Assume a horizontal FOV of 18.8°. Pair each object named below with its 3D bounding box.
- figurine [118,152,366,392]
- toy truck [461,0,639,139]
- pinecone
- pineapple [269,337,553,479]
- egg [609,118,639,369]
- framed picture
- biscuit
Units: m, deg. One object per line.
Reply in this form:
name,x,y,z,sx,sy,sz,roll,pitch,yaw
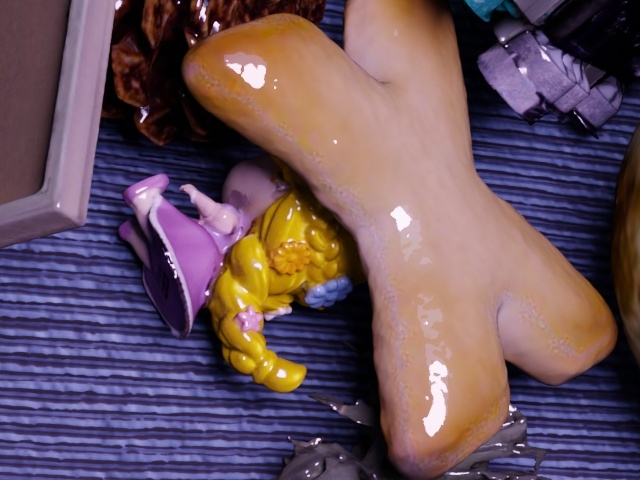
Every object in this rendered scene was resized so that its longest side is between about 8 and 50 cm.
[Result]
figurine,0.000,0.000,0.893,0.156,0.095,0.115,-25,76,-21
toy truck,0.119,-0.130,0.909,0.114,0.253,0.124,-39,80,14
pinecone,-0.082,-0.133,0.892,0.165,0.163,0.163,21,58,27
pineapple,-0.001,0.126,0.836,0.251,0.125,0.125,-34,82,-34
egg,0.257,0.020,0.885,0.238,0.238,0.289,-32,119,-27
framed picture,-0.165,-0.119,0.837,0.020,0.211,0.289,31,54,-46
biscuit,0.044,-0.016,0.845,0.164,0.047,0.208,-28,91,-47
